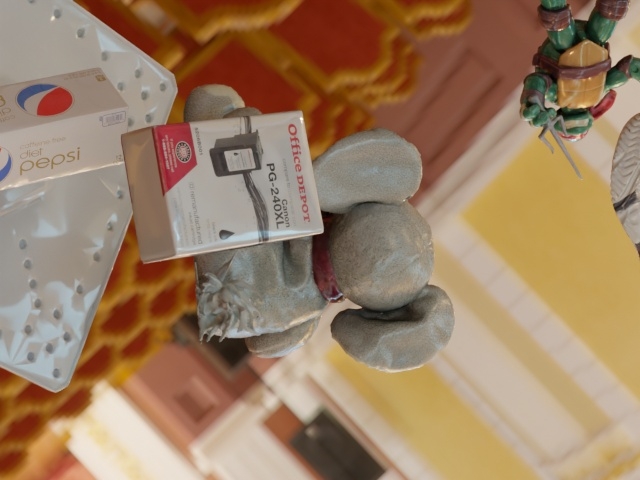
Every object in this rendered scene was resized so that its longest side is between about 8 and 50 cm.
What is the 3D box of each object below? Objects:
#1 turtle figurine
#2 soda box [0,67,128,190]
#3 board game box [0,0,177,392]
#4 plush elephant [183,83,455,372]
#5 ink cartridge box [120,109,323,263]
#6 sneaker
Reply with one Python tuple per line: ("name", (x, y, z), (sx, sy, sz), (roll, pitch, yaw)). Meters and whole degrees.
("turtle figurine", (0.251, -0.161, 1.648), (0.175, 0.118, 0.234), (-21, 128, -21))
("soda box", (-0.290, -0.097, 1.603), (0.216, 0.074, 0.069), (-14, 134, -25))
("board game box", (-0.350, -0.086, 1.818), (0.050, 0.390, 0.390), (5, -110, 41))
("plush elephant", (0.000, 0.000, 1.739), (0.255, 0.272, 0.330), (-5, -156, -3))
("ink cartridge box", (-0.080, -0.046, 1.436), (0.150, 0.109, 0.063), (-10, 179, -35))
("sneaker", (0.397, -0.039, 1.950), (0.094, 0.235, 0.153), (-17, -173, 24))
